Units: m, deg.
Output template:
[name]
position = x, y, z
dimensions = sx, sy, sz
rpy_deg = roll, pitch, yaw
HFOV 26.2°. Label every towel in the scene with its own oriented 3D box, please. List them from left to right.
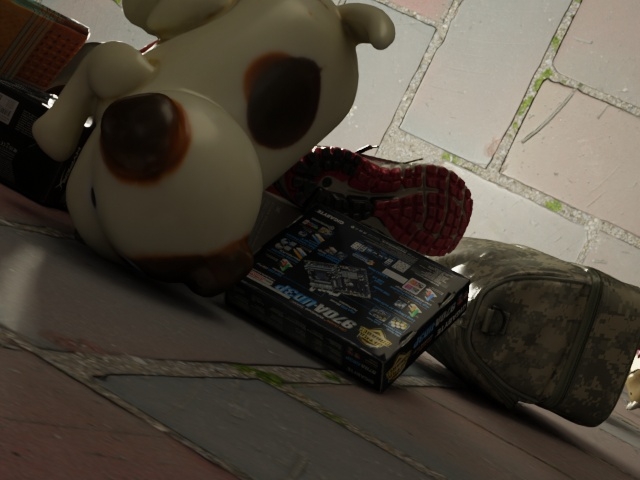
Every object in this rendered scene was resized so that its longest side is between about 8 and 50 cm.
[towel]
position = -0.571, -0.312, 2.063
dimensions = 0.370, 0.271, 0.040
rpy_deg = 23, 44, -32

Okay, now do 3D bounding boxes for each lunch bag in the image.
[lunch bag]
position = 0.248, 0.103, 1.863
dimensions = 0.256, 0.213, 0.305
rpy_deg = 22, 2, -22

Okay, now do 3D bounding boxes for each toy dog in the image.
[toy dog]
position = -0.122, -0.107, 1.528
dimensions = 0.395, 0.285, 0.408
rpy_deg = -2, 34, 24

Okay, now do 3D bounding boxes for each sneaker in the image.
[sneaker]
position = 0.073, -0.066, 1.796
dimensions = 0.299, 0.121, 0.112
rpy_deg = 19, 3, -30

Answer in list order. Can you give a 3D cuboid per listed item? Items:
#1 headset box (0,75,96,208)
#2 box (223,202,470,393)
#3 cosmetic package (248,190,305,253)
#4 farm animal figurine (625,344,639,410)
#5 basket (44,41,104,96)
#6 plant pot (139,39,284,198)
[headset box]
position = -0.345, -0.122, 1.797
dimensions = 0.218, 0.110, 0.293
rpy_deg = 28, 4, 19
[box]
position = 0.030, 0.058, 1.539
dimensions = 0.220, 0.051, 0.175
rpy_deg = 27, 45, 25
[cosmetic package]
position = -0.016, 0.032, 1.770
dimensions = 0.107, 0.127, 0.238
rpy_deg = 22, 3, -28
[farm animal figurine]
position = 0.683, 0.291, 2.673
dimensions = 0.327, 0.172, 0.330
rpy_deg = 41, 2, 23
[basket]
position = -0.406, -0.221, 2.307
dimensions = 0.154, 0.204, 0.227
rpy_deg = 23, 13, -8
[plant pot]
position = -0.145, -0.140, 1.968
dimensions = 0.275, 0.275, 0.243
rpy_deg = 19, 47, -62
